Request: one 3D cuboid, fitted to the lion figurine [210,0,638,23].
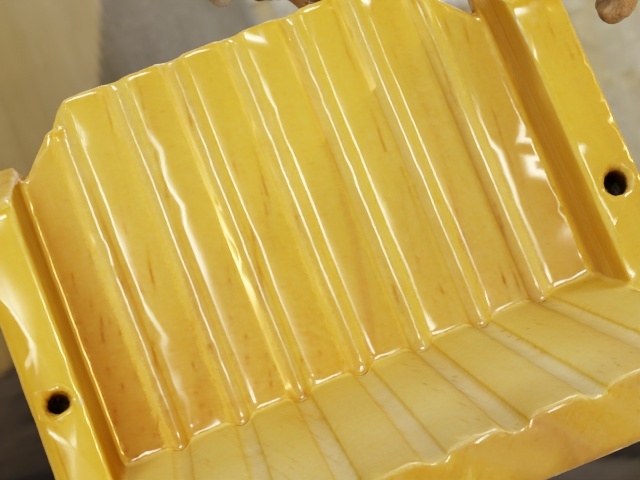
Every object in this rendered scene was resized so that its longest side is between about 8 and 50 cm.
[{"bbox_3d":[0.070,-0.250,1.414,0.240,0.392,0.142,51,42,-25],"label":"lion figurine"}]

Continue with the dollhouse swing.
[{"bbox_3d":[0.000,0.000,0.949,0.305,0.346,0.315,82,-14,-79],"label":"dollhouse swing"}]
